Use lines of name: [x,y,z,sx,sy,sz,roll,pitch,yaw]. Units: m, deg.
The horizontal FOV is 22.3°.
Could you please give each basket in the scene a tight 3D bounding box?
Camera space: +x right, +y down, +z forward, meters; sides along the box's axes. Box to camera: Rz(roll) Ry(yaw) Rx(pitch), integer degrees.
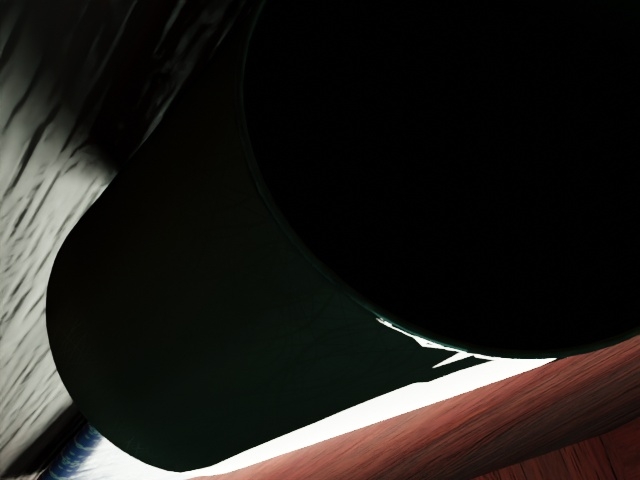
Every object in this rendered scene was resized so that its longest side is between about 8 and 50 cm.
basket: [0.000,0.000,0.597,0.204,0.154,0.227,-9,165,-37]

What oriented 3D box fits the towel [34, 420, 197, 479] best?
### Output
towel: [-0.076,0.120,1.192,0.243,0.040,0.336,-11,161,-29]
